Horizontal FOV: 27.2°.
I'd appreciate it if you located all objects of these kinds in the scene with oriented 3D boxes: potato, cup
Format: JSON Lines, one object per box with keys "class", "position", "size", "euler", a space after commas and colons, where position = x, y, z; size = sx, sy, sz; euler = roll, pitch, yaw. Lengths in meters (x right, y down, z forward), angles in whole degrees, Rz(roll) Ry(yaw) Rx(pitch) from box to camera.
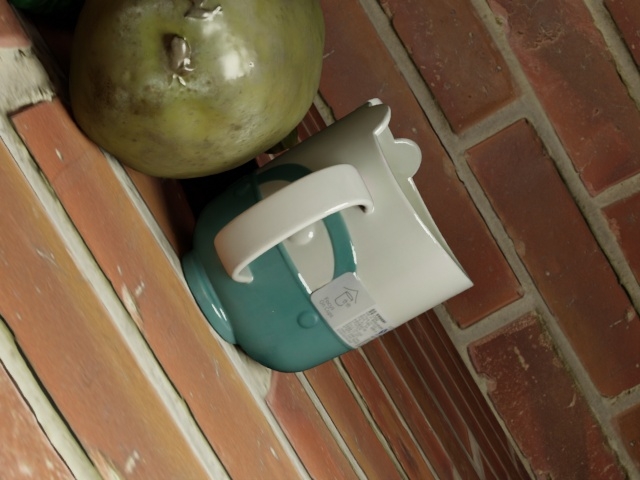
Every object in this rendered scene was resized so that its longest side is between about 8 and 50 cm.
{"class": "potato", "position": [-0.119, -0.177, 1.287], "size": [0.221, 0.243, 0.326], "euler": [55, 22, 1]}
{"class": "cup", "position": [0.000, 0.000, 1.344], "size": [0.219, 0.257, 0.289], "euler": [62, 8, 15]}

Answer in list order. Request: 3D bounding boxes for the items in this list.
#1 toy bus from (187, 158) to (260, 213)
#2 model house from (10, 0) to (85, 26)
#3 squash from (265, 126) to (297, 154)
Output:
{"class": "toy bus", "position": [-0.152, -0.166, 1.594], "size": [0.092, 0.093, 0.409], "euler": [63, 3, -60]}
{"class": "model house", "position": [-0.194, -0.436, 1.377], "size": [0.335, 0.342, 0.382], "euler": [60, 7, 5]}
{"class": "squash", "position": [-0.094, -0.199, 1.477], "size": [0.229, 0.066, 0.066], "euler": [62, 7, -18]}
